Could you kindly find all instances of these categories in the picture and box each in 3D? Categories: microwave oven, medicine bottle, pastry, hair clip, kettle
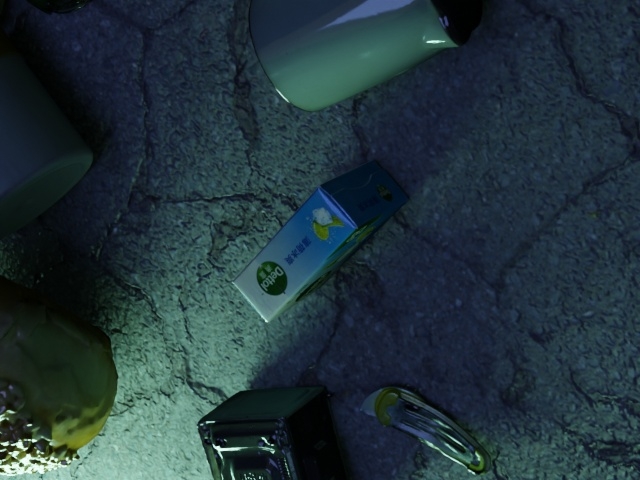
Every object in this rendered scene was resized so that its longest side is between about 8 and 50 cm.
[{"bbox_3d":[-0.058,0.313,1.846,0.163,0.129,0.205,-8,103,34],"label":"microwave oven"},{"bbox_3d":[-0.467,-0.135,1.869,0.238,0.238,0.232,-39,86,34],"label":"medicine bottle"},{"bbox_3d":[-0.480,0.180,1.908,0.409,0.245,0.409,21,161,8],"label":"pastry"},{"bbox_3d":[0.140,0.238,1.759,0.188,0.033,0.060,30,117,22],"label":"hair clip"},{"bbox_3d":[0.056,-0.286,1.565,0.236,0.161,0.221,-20,65,34],"label":"kettle"}]

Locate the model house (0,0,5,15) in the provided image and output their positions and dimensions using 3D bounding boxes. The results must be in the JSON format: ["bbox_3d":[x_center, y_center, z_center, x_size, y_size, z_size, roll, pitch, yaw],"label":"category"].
[{"bbox_3d":[-0.559,-0.341,1.874,0.234,0.193,0.175,35,111,14],"label":"model house"}]

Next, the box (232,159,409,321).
[{"bbox_3d":[0.000,-0.001,1.694,0.073,0.139,0.194,49,124,7],"label":"box"}]

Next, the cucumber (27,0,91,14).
[{"bbox_3d":[-0.435,-0.433,1.832,0.145,0.105,0.325,-30,93,34],"label":"cucumber"}]
